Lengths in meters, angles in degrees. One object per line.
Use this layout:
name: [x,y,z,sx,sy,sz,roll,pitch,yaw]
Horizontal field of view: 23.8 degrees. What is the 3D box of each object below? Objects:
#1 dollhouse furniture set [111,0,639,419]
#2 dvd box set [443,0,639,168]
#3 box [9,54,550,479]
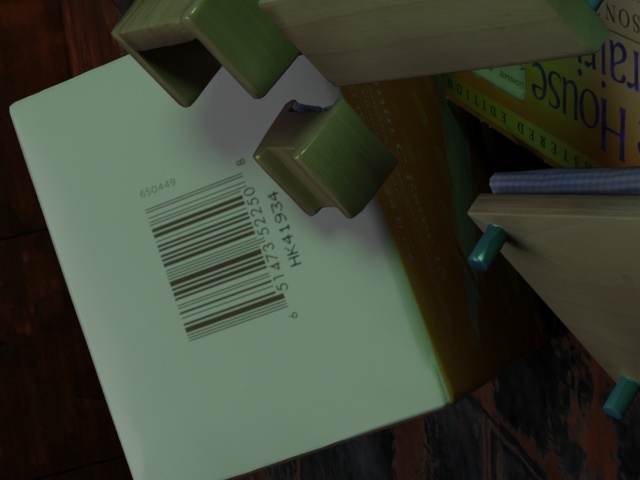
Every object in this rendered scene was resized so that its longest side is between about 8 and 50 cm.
dollhouse furniture set: [0.135,-0.064,0.625,0.303,0.198,0.286,46,157,-26]
dvd box set: [0.140,-0.227,0.726,0.307,0.062,0.420,-137,37,-59]
box: [0.000,0.000,0.880,0.345,0.168,0.215,-7,-103,-74]
